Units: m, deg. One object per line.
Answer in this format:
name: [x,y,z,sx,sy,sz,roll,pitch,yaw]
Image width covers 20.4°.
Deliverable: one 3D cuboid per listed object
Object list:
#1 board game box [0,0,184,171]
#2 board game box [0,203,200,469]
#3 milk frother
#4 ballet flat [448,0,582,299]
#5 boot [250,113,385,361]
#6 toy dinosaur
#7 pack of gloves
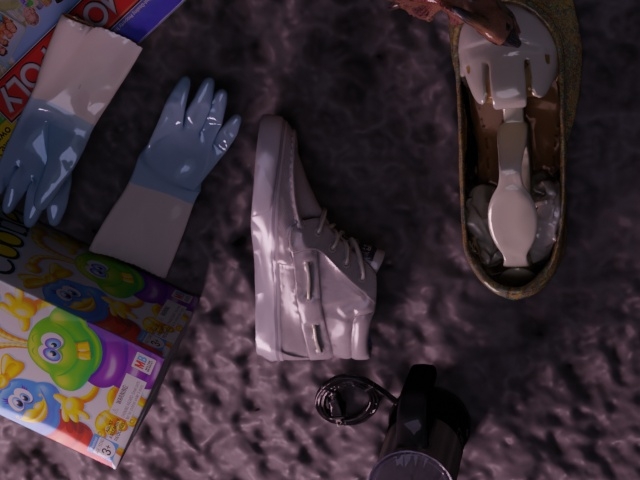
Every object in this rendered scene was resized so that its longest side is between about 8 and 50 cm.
board game box: [-0.285,-0.224,1.671,0.317,0.046,0.213,-40,99,23]
board game box: [-0.282,0.081,1.744,0.275,0.142,0.144,25,115,0]
milk frother: [0.062,0.196,1.727,0.143,0.134,0.129,-16,107,17]
ballet flat: [0.172,-0.107,1.590,0.123,0.123,0.348,0,112,11]
boot: [0.000,0.000,1.692,0.123,0.095,0.258,2,121,4]
toy dinosaur: [0.031,-0.247,1.510,0.296,0.200,0.127,4,113,13]
pack of gloves: [-0.196,-0.075,1.683,0.195,0.046,0.232,22,121,-11]
